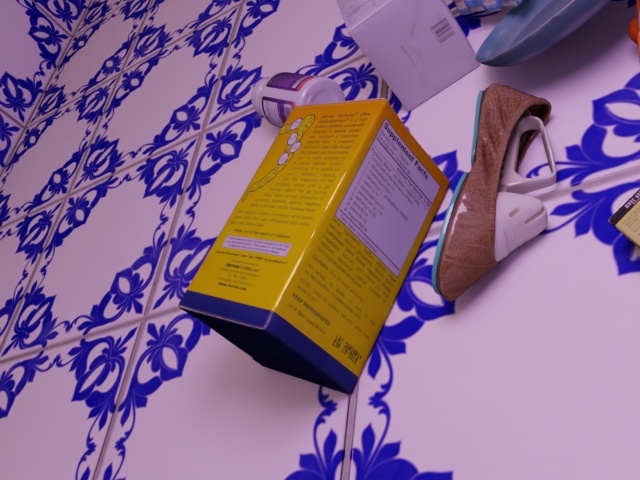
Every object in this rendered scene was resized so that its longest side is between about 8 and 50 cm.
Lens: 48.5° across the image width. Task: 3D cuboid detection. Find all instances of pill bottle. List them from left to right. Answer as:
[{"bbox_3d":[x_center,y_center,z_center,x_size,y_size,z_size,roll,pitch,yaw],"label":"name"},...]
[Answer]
[{"bbox_3d":[-0.050,-0.265,1.359,0.193,0.108,0.108,24,74,50],"label":"pill bottle"}]

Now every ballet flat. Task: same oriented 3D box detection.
[{"bbox_3d":[0.243,-0.070,0.936,0.124,0.116,0.342,7,56,24],"label":"ballet flat"}]

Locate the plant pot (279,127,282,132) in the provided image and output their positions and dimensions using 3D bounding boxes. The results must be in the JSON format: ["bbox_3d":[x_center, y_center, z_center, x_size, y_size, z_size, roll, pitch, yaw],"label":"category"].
[{"bbox_3d":[-0.017,-0.164,1.259,0.081,0.083,0.081,-27,42,25],"label":"plant pot"}]

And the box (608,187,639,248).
[{"bbox_3d":[0.404,0.020,0.716,0.087,0.058,0.232,-50,36,14],"label":"box"}]

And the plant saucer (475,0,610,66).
[{"bbox_3d":[0.360,-0.357,1.024,0.317,0.044,0.317,-43,11,10],"label":"plant saucer"}]

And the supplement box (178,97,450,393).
[{"bbox_3d":[0.000,0.000,1.010,0.195,0.194,0.357,7,62,46],"label":"supplement box"}]

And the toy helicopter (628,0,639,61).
[{"bbox_3d":[0.498,-0.338,0.931,0.235,0.140,0.355,-35,28,29],"label":"toy helicopter"}]

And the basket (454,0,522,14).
[{"bbox_3d":[0.267,-0.539,1.139,0.201,0.289,0.255,3,47,53],"label":"basket"}]

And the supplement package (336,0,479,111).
[{"bbox_3d":[0.139,-0.374,1.209,0.149,0.194,0.203,-31,41,18],"label":"supplement package"}]
